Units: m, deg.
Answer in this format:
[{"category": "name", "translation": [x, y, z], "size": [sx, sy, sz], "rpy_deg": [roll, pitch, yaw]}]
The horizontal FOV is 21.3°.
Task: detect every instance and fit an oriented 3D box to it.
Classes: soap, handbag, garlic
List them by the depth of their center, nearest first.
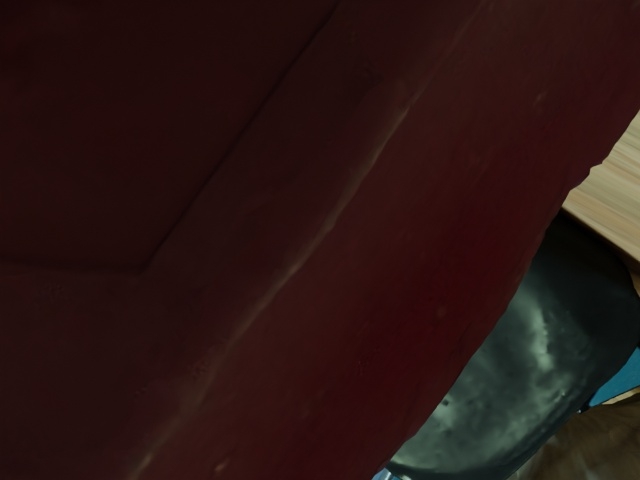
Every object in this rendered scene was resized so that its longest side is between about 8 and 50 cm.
[{"category": "soap", "translation": [-0.104, -0.070, 0.518], "size": [0.359, 0.233, 0.128], "rpy_deg": [31, 170, 30]}, {"category": "handbag", "translation": [-0.003, -0.001, 0.906], "size": [0.332, 0.191, 0.075], "rpy_deg": [35, -144, -6]}, {"category": "garlic", "translation": [0.181, 0.148, 1.161], "size": [0.218, 0.219, 0.212], "rpy_deg": [179, 69, -80]}]

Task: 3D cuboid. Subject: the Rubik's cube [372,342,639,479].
[{"category": "Rubik's cube", "translation": [0.091, 0.016, 1.031], "size": [0.190, 0.211, 0.178], "rpy_deg": [56, 160, 23]}]
